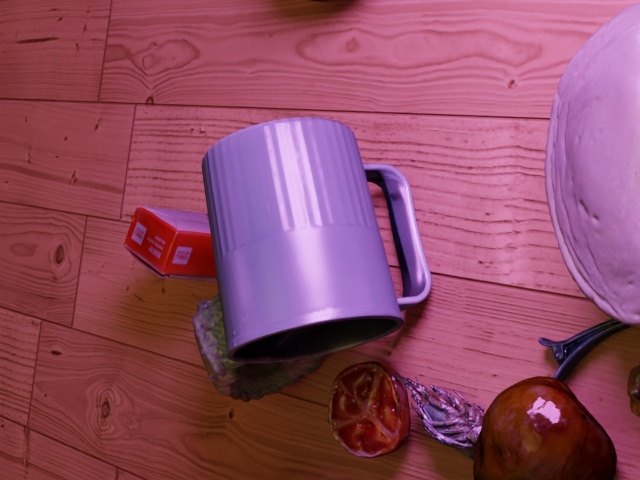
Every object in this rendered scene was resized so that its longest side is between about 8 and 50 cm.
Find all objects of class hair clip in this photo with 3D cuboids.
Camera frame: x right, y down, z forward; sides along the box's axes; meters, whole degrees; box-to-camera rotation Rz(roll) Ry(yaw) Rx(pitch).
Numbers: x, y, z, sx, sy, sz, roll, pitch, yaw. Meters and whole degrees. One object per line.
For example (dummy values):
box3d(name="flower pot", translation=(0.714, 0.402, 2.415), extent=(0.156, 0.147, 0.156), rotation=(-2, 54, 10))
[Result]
box3d(name="hair clip", translation=(0.400, 0.123, 1.393), extent=(0.230, 0.039, 0.070), rotation=(-30, 64, 35))

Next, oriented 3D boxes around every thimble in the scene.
box3d(name="thimble", translation=(-0.105, 0.160, 1.729), extent=(0.219, 0.219, 0.150), rotation=(-44, 60, 30))

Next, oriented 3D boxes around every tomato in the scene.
box3d(name="tomato", translation=(0.086, 0.267, 1.642), extent=(0.156, 0.069, 0.155), rotation=(-3, 85, 39))

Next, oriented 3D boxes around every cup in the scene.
box3d(name="cup", translation=(-0.002, -0.005, 1.544), extent=(0.331, 0.257, 0.311), rotation=(-11, 74, -4))

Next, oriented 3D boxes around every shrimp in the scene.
box3d(name="shrimp", translation=(0.189, 0.260, 1.534), extent=(0.233, 0.090, 0.079), rotation=(35, 142, 28))

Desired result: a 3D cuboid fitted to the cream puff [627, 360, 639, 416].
box3d(name="cream puff", translation=(0.443, 0.189, 1.295), extent=(0.146, 0.116, 0.146), rotation=(-1, 88, 42))

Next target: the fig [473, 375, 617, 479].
box3d(name="fig", translation=(0.246, 0.291, 1.396), extent=(0.290, 0.191, 0.190), rotation=(-23, 70, 27))

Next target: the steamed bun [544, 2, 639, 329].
box3d(name="steamed bun", translation=(0.400, -0.086, 1.280), extent=(0.236, 0.247, 0.383), rotation=(-11, 84, 53))

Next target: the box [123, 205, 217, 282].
box3d(name="box", translation=(-0.248, 0.009, 1.906), extent=(0.133, 0.182, 0.099), rotation=(32, 106, 37))
